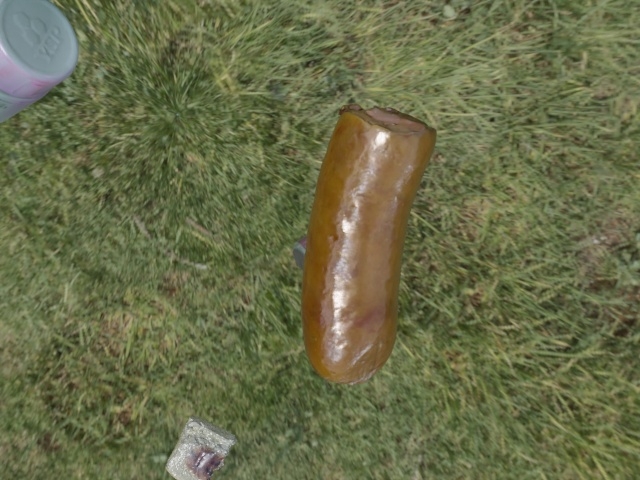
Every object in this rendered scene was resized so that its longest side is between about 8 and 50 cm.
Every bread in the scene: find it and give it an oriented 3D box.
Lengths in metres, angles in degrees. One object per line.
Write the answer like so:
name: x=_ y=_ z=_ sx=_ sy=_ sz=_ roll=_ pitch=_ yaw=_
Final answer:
bread: x=-0.157 y=0.276 z=1.058 sx=0.070 sy=0.035 sz=0.083 roll=32 pitch=88 yaw=-6

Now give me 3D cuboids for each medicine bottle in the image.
medicine bottle: x=-0.415 y=-0.237 z=1.074 sx=0.168 sy=0.135 sz=0.135 roll=-16 pitch=105 yaw=37

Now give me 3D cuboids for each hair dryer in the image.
hair dryer: x=-0.006 y=0.004 z=1.126 sx=0.106 sy=0.154 sz=0.054 roll=-38 pitch=101 yaw=-23

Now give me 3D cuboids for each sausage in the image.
sausage: x=0.036 y=0.008 z=0.772 sx=0.108 sy=0.109 sz=0.271 roll=5 pitch=107 yaw=-11
